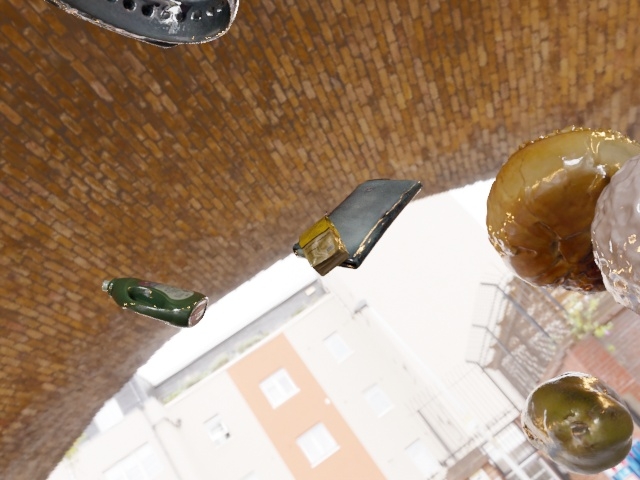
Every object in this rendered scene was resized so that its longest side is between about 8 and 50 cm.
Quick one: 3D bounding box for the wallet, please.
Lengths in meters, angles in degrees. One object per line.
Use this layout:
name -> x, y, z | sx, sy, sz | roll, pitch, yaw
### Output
wallet -> 0.101, -0.056, 1.668 | 0.379, 0.191, 0.046 | -48, -47, -42

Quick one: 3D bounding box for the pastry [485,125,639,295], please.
pastry -> 0.566, -0.069, 1.441 | 0.410, 0.245, 0.409 | 4, -50, 5

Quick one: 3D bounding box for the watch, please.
watch -> -0.161, -0.225, 0.513 | 0.207, 0.068, 0.193 | 13, -12, -21

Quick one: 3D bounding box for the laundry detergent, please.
laundry detergent -> -0.342, 0.118, 1.307 | 0.137, 0.211, 0.062 | -49, -26, -75

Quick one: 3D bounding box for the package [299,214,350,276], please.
package -> 0.000, 0.000, 1.220 | 0.071, 0.131, 0.047 | -39, -48, 15

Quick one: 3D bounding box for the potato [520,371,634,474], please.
potato -> 0.541, 0.378, 1.368 | 0.202, 0.218, 0.351 | -59, -22, -1

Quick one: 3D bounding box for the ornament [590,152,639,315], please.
ornament -> 0.611, 0.001, 1.061 | 0.337, 0.337, 0.337 | -29, -30, -19
